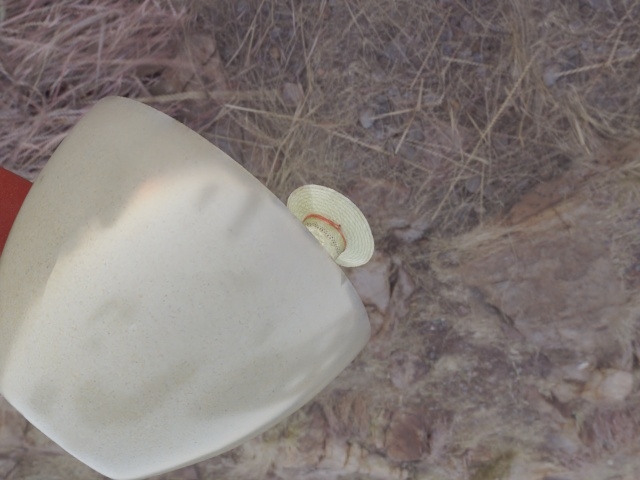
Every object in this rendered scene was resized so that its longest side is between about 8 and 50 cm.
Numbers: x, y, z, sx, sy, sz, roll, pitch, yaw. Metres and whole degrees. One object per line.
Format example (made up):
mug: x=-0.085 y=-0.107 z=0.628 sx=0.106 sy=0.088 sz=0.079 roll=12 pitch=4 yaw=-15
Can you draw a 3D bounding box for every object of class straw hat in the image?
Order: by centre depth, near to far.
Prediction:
straw hat: x=0.000 y=0.000 z=0.803 sx=0.144 sy=0.061 sz=0.145 roll=22 pitch=140 yaw=20

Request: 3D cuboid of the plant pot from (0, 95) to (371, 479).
plant pot: x=-0.130 y=0.063 z=0.451 sx=0.284 sy=0.191 sz=0.284 roll=34 pitch=159 yaw=15

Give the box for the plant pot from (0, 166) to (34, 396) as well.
plant pot: x=-0.452 y=0.069 z=0.848 sx=0.235 sy=0.267 sz=0.267 roll=16 pitch=115 yaw=-9
